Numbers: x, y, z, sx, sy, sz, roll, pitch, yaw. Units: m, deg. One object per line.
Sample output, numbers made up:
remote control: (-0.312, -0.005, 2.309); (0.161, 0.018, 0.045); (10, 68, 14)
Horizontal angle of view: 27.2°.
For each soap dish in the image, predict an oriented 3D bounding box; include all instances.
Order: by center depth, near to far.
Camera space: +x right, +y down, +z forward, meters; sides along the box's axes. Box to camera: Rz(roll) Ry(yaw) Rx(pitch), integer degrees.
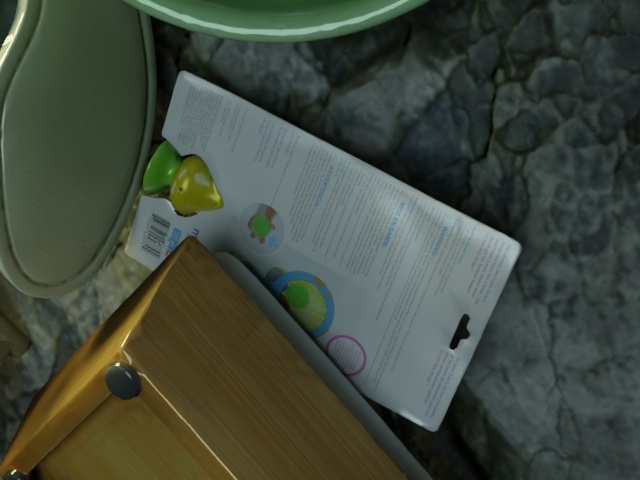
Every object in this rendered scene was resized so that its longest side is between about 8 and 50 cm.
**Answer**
soap dish: (-0.057, 0.172, 0.835); (0.291, 0.118, 0.229); (49, 132, 1)

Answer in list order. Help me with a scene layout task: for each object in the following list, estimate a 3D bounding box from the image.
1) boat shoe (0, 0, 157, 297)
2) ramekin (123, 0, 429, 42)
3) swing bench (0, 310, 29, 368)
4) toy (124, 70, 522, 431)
boat shoe: (-0.185, -0.139, 0.823); (0.113, 0.127, 0.340); (13, 109, 42)
ramekin: (-0.017, -0.261, 0.678); (0.303, 0.148, 0.303); (2, 105, 6)
swing bench: (-0.344, 0.075, 0.820); (0.165, 0.253, 0.255); (2, 138, 20)
toy: (0.000, 0.000, 0.826); (0.237, 0.056, 0.137); (27, 116, 13)
